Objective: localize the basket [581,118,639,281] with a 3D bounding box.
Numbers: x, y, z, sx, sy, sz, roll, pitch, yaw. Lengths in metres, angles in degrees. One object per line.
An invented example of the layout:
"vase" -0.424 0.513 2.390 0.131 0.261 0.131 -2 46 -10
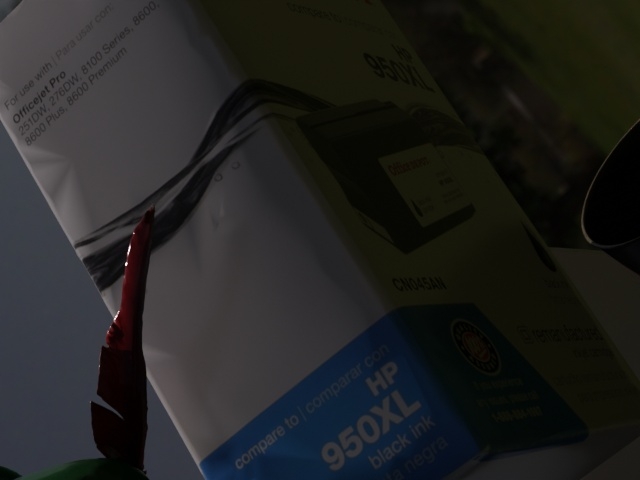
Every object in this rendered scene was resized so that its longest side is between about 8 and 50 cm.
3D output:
"basket" 0.314 0.015 1.223 0.227 0.154 0.204 42 -164 -13

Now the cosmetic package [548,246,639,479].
"cosmetic package" 0.171 0.219 1.720 0.393 0.329 0.327 108 165 -70

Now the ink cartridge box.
"ink cartridge box" 0.000 0.000 1.112 0.395 0.166 0.285 58 -156 18

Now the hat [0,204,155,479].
"hat" -0.089 0.143 0.957 0.208 0.183 0.173 47 -165 -32
